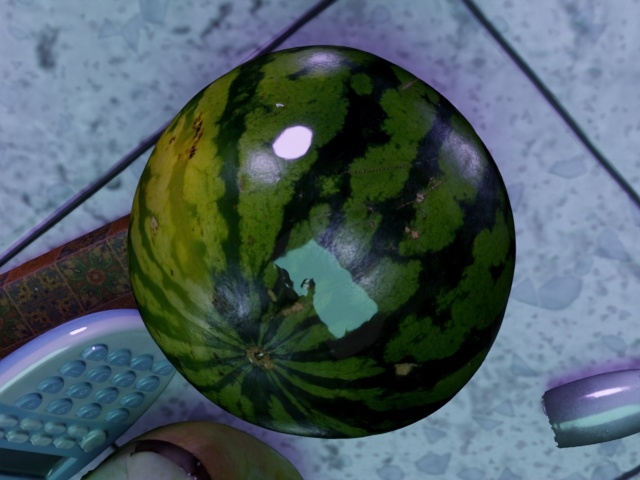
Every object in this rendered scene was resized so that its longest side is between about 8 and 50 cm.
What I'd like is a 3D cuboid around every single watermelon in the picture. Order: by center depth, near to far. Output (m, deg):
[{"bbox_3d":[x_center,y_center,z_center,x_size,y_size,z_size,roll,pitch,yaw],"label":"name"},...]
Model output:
[{"bbox_3d":[0.000,0.000,1.211,0.285,0.285,0.285,2,118,3],"label":"watermelon"}]

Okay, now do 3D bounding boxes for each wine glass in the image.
[{"bbox_3d":[0.287,0.129,1.382,0.198,0.066,0.066,-15,116,12],"label":"wine glass"}]

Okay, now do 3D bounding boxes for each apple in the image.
[{"bbox_3d":[-0.112,0.251,1.417,0.188,0.173,0.207,-27,117,39],"label":"apple"}]

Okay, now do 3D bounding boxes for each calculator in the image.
[{"bbox_3d":[-0.242,0.155,1.390,0.303,0.042,0.188,-38,152,20],"label":"calculator"}]

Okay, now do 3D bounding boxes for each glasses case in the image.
[{"bbox_3d":[-0.202,0.041,1.377,0.218,0.049,0.075,-24,112,16],"label":"glasses case"}]
